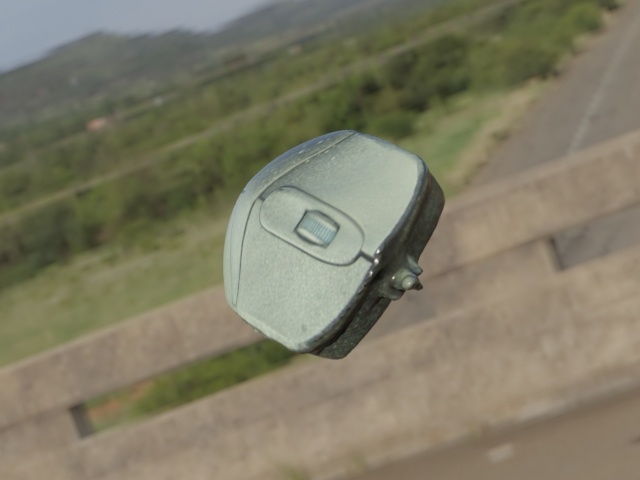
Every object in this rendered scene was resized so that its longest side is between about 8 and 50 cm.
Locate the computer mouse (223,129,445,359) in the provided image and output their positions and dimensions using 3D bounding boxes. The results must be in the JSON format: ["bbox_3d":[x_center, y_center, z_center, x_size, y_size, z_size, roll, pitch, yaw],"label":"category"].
[{"bbox_3d":[-0.005,-0.003,0.973,0.113,0.068,0.229,-59,14,-3],"label":"computer mouse"}]
